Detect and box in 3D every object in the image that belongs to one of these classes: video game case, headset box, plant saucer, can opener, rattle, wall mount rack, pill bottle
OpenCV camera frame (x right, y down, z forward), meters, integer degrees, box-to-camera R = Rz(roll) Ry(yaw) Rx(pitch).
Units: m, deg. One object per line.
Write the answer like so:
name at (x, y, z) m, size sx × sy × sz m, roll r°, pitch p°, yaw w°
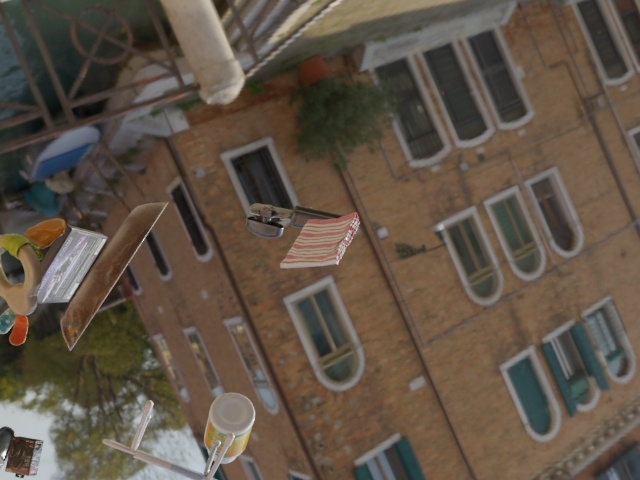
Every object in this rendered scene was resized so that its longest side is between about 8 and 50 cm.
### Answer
video game case at (-0.605, 0.061, 1.724) m, size 0.196 × 0.026 × 0.274 m, roll -59°, pitch 177°, yaw -4°
headset box at (-0.647, 0.474, 1.578) m, size 0.062 × 0.083 × 0.032 m, roll 6°, pitch 167°, yaw 16°
plant saucer at (-0.374, 0.050, 1.285) m, size 0.311 × 0.050 × 0.311 m, roll -52°, pitch -167°, yaw 17°
can opener at (-0.057, -0.041, 1.935) m, size 0.283 × 0.095 × 0.076 m, roll 12°, pitch -158°, yaw 0°
rattle at (-0.538, 0.074, 1.346) m, size 0.130 × 0.200 × 0.143 m, roll -5°, pitch -165°, yaw 10°
wall mount rack at (-0.348, 0.499, 1.769) m, size 0.304 × 0.349 × 0.131 m, roll 130°, pitch -18°, yaw -69°
pill bottle at (-0.284, 0.585, 2.217) m, size 0.136 × 0.136 × 0.246 m, roll -24°, pitch 149°, yaw -33°

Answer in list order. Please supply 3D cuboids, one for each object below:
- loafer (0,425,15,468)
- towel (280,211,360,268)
loafer at (-0.916, 0.622, 2.003) m, size 0.078 × 0.076 × 0.223 m, roll -22°, pitch -143°, yaw 49°
towel at (0.000, 0.000, 1.666) m, size 0.144 × 0.029 × 0.197 m, roll -7°, pitch -151°, yaw 25°
